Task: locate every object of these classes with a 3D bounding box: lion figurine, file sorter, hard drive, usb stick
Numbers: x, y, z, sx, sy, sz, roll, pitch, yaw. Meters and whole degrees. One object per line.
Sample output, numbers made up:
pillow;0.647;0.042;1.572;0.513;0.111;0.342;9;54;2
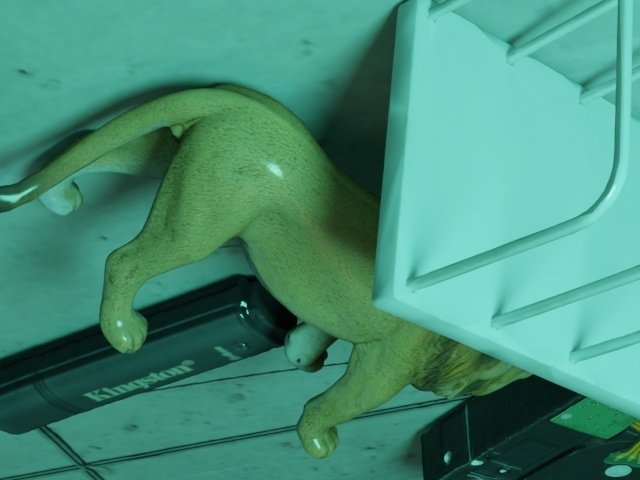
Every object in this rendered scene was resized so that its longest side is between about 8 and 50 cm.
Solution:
lion figurine;0.000;0.000;1.040;0.392;0.142;0.240;27;130;-30
file sorter;0.194;-0.028;0.926;0.277;0.193;0.173;24;149;-33
hard drive;0.274;0.142;1.328;0.237;0.064;0.339;19;142;-28
usb stick;-0.149;0.092;1.250;0.278;0.045;0.077;-20;141;25
